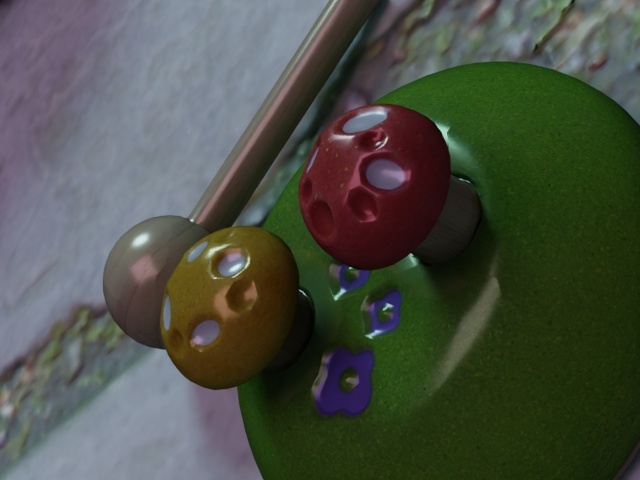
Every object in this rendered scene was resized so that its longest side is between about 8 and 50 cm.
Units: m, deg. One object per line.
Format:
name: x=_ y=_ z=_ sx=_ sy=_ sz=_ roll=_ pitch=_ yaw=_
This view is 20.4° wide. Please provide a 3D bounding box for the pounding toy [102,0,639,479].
pounding toy: x=0.000 y=0.000 z=0.596 sx=0.183 sy=0.110 sz=0.237 roll=-58 pitch=42 yaw=7
